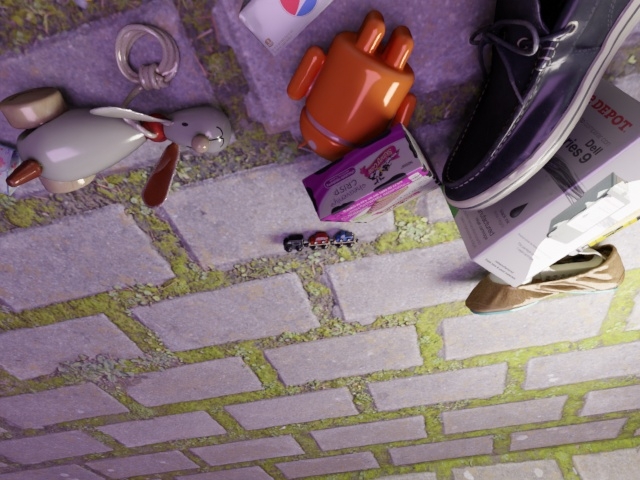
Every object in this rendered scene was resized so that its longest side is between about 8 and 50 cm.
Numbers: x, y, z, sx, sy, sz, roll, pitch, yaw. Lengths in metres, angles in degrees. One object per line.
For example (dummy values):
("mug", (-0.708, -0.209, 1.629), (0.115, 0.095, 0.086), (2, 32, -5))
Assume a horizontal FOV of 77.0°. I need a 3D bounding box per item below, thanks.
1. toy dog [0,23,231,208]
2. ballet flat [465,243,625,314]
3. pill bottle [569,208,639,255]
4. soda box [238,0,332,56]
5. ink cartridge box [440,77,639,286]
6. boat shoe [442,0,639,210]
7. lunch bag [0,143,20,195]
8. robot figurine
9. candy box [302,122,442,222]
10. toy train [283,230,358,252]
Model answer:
("toy dog", (-0.319, -0.142, 0.600), (0.334, 0.161, 0.220), (-20, 131, 15))
("ballet flat", (0.486, 0.071, 0.883), (0.342, 0.116, 0.124), (-10, 112, 7))
("pill bottle", (0.517, -0.074, 0.729), (0.119, 0.119, 0.208), (32, 124, -28))
("soda box", (-0.003, -0.335, 0.492), (0.216, 0.074, 0.069), (-34, 126, 26))
("ink cartridge box", (0.358, -0.101, 0.637), (0.121, 0.211, 0.289), (29, 125, -24))
("boat shoe", (0.278, -0.261, 0.510), (0.156, 0.187, 0.500), (17, 125, -11))
("lunch bag", (-0.555, -0.127, 0.678), (0.071, 0.053, 0.083), (16, 121, -18))
("robot figurine", (0.050, -0.203, 0.581), (0.158, 0.128, 0.219), (-8, 143, -40))
("candy box", (0.094, -0.090, 0.636), (0.159, 0.071, 0.233), (-27, 172, 22))
("toy train", (0.000, 0.000, 0.840), (0.158, 0.027, 0.036), (-4, 122, 2))
